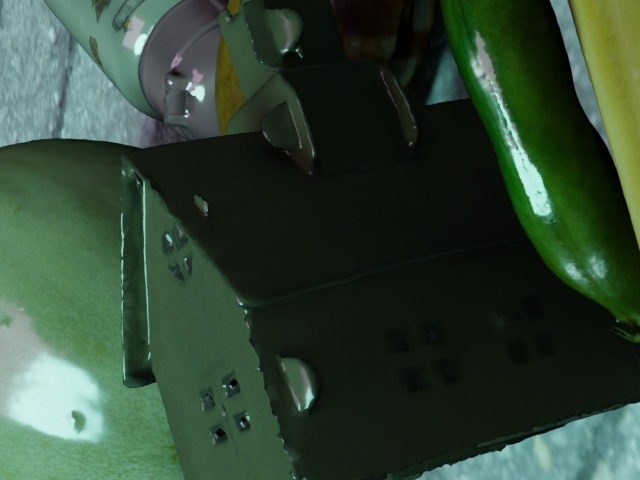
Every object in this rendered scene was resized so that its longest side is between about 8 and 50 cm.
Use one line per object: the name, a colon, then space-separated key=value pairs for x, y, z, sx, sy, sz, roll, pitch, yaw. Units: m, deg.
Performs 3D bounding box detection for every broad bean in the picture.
broad bean: x=0.091 y=-0.090 z=0.708 sx=0.049 sy=0.144 sz=0.292 roll=-21 pitch=75 yaw=23

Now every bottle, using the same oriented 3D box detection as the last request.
bottle: x=-0.093 y=-0.137 z=1.032 sx=0.233 sy=0.110 sz=0.110 roll=46 pitch=134 yaw=46

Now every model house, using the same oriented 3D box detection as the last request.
model house: x=0.000 y=0.000 z=0.787 sx=0.204 sy=0.211 sz=0.243 roll=-33 pitch=72 yaw=55

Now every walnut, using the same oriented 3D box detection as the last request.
walnut: x=0.003 y=-0.115 z=0.879 sx=0.116 sy=0.116 sz=0.207 roll=42 pitch=123 yaw=50

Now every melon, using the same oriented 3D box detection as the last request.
melon: x=-0.140 y=0.064 z=1.009 sx=0.308 sy=0.272 sz=0.271 roll=31 pitch=126 yaw=22

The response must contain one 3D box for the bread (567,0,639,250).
bread: x=0.148 y=-0.063 z=0.654 sx=0.074 sy=0.092 sz=0.239 roll=-21 pitch=73 yaw=24
